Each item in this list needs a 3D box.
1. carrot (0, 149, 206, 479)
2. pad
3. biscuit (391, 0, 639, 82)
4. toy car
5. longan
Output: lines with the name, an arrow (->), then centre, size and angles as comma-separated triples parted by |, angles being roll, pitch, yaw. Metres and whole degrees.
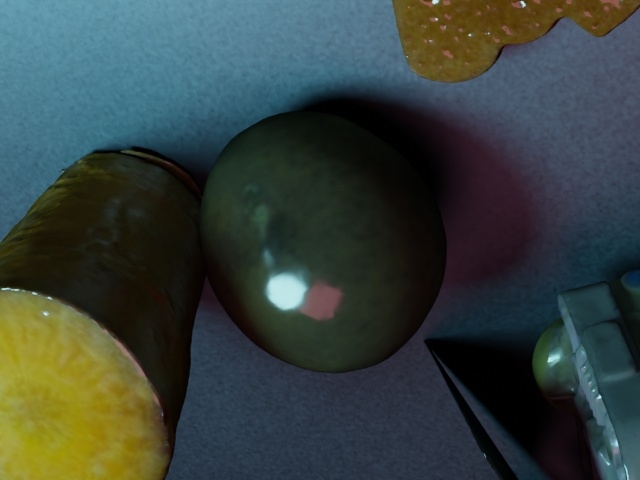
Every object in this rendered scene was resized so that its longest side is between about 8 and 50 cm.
carrot -> -0.154, 0.051, 1.229 | 0.196, 0.254, 0.196 | 8, 123, 12
pad -> 0.135, 0.170, 1.248 | 0.004, 0.243, 0.164 | -33, 106, 3
biscuit -> 0.086, -0.245, 1.061 | 0.306, 0.043, 0.284 | 39, 129, -12
toy car -> 0.291, 0.188, 1.222 | 0.226, 0.242, 0.336 | -15, 122, 2
longan -> 0.000, 0.000, 1.206 | 0.167, 0.167, 0.187 | -32, 95, 34
